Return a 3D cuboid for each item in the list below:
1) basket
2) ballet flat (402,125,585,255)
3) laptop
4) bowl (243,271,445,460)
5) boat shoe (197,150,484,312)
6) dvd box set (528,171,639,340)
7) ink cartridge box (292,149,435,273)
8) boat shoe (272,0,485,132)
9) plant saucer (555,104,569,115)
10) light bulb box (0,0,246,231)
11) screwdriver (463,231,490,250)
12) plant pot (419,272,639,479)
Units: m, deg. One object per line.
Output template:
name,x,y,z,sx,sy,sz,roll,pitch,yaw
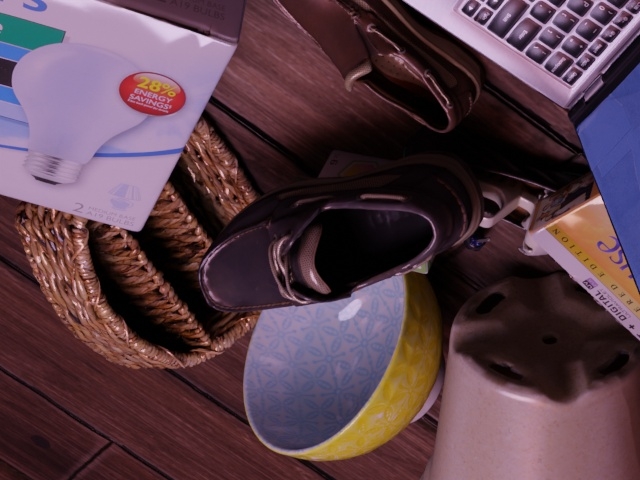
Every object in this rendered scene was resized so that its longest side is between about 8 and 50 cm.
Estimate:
basket,-0.199,0.019,1.983,0.223,0.213,0.299,-2,134,35
ballet flat,0.215,-0.037,1.756,0.280,0.096,0.095,20,141,10
laptop,0.256,-0.198,1.376,0.408,0.236,0.382,33,133,-7
bowl,0.057,0.143,1.949,0.156,0.289,0.289,27,148,-33
boat shoe,0.000,0.000,1.735,0.355,0.130,0.132,-23,98,31
dvd box set,0.453,-0.012,1.566,0.307,0.062,0.420,42,134,-17
ink cartridge box,0.042,-0.040,1.850,0.209,0.109,0.062,12,140,21
boat shoe,0.048,-0.201,1.665,0.257,0.095,0.095,30,143,-3
plant saucer,0.304,-0.178,1.582,0.198,0.036,0.199,17,142,13
light bulb box,-0.285,-0.229,1.663,0.358,0.225,0.361,15,146,-13
screwdriver,0.181,0.002,1.812,0.025,0.024,0.170,43,178,-5
plant pot,0.262,0.219,1.883,0.333,0.334,0.305,11,130,21
